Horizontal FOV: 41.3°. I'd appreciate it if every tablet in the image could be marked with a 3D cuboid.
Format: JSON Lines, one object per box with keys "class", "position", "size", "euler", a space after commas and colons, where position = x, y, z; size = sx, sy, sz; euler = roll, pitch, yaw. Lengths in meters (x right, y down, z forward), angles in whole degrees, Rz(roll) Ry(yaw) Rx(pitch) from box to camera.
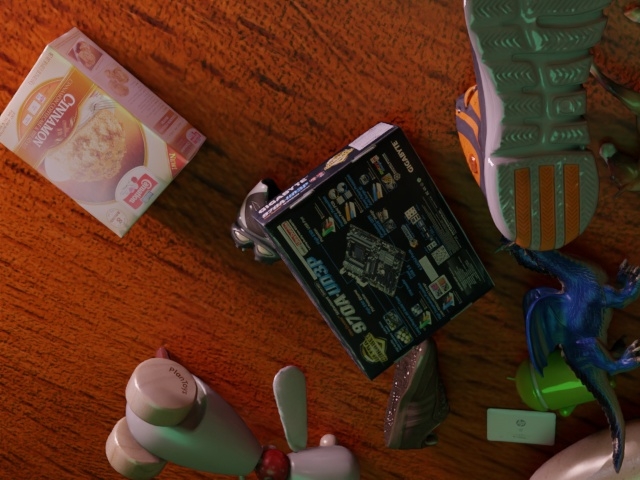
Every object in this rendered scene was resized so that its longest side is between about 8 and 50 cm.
{"class": "tablet", "position": [0.252, 0.235, 1.069], "size": [0.083, 0.006, 0.054], "euler": [1, 121, 13]}

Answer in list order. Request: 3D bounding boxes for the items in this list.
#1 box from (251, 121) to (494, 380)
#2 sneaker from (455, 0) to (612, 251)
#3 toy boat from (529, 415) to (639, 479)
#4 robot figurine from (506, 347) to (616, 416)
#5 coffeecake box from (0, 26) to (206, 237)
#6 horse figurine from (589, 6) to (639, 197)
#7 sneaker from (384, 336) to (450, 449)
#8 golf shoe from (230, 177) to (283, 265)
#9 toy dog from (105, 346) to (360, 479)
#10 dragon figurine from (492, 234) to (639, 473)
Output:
{"class": "box", "position": [0.061, 0.013, 0.903], "size": [0.175, 0.051, 0.220], "euler": [-37, 111, -7]}
{"class": "sneaker", "position": [0.170, -0.160, 0.758], "size": [0.125, 0.180, 0.321], "euler": [0, 103, -3]}
{"class": "toy boat", "position": [0.401, 0.361, 1.042], "size": [0.318, 0.148, 0.267], "euler": [46, 116, -6]}
{"class": "robot figurine", "position": [0.277, 0.158, 0.978], "size": [0.115, 0.067, 0.101], "euler": [-21, 118, 25]}
{"class": "coffeecake box", "position": [-0.246, -0.116, 0.944], "size": [0.185, 0.068, 0.142], "euler": [40, 121, -12]}
{"class": "horse figurine", "position": [0.361, -0.149, 0.770], "size": [0.263, 0.066, 0.174], "euler": [-23, 107, 28]}
{"class": "sneaker", "position": [0.128, 0.185, 1.047], "size": [0.071, 0.066, 0.188], "euler": [5, 129, -8]}
{"class": "golf shoe", "position": [0.000, 0.000, 0.948], "size": [0.198, 0.077, 0.094], "euler": [23, 123, -2]}
{"class": "toy dog", "position": [-0.118, 0.235, 1.106], "size": [0.220, 0.161, 0.334], "euler": [-36, 122, 27]}
{"class": "dragon figurine", "position": [0.258, 0.093, 0.900], "size": [0.144, 0.085, 0.289], "euler": [-1, 100, 7]}
